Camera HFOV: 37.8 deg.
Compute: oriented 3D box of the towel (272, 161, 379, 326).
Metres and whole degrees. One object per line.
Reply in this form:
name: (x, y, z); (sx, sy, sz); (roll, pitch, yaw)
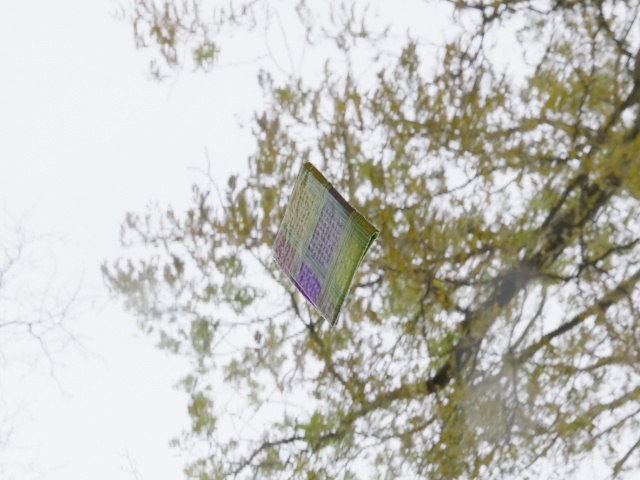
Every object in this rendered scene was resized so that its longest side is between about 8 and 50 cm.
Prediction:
towel: (0.000, 0.000, 0.485); (0.009, 0.060, 0.083); (8, -157, -32)
